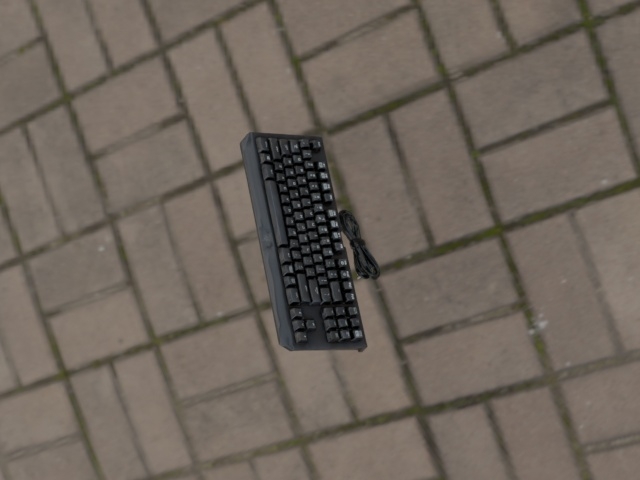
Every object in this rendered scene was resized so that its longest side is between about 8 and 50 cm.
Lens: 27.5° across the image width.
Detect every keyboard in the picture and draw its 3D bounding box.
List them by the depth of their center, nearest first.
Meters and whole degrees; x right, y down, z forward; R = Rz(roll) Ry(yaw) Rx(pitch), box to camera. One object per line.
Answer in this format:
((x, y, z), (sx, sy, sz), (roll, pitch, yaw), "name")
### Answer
((0.000, 0.000, 1.025), (0.023, 0.108, 0.180), (-32, 62, 47), "keyboard")
